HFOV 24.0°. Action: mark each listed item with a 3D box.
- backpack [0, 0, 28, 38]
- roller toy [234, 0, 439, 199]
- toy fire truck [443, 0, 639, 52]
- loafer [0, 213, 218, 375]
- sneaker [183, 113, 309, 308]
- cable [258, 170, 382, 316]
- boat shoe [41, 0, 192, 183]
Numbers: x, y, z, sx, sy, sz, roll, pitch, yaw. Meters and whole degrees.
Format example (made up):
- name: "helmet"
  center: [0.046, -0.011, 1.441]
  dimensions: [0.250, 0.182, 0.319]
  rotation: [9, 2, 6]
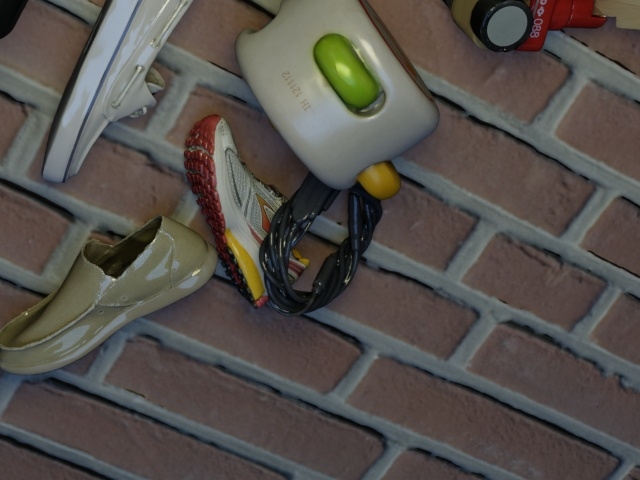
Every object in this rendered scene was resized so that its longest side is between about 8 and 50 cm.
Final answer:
- name: "backpack"
  center: [-0.340, -0.320, 1.319]
  dimensions: [0.253, 0.191, 0.225]
  rotation: [36, 117, 1]
- name: "roller toy"
  center: [0.013, -0.152, 1.489]
  dimensions: [0.146, 0.191, 0.209]
  rotation: [-34, 141, 11]
- name: "toy fire truck"
  center: [0.270, -0.286, 1.486]
  dimensions: [0.246, 0.158, 0.217]
  rotation: [-1, 121, -22]
- name: "loafer"
  center: [-0.244, 0.052, 1.631]
  dimensions: [0.269, 0.102, 0.092]
  rotation: [-29, 117, 4]
- name: "sneaker"
  center: [-0.079, -0.040, 1.618]
  dimensions: [0.093, 0.088, 0.225]
  rotation: [-29, 123, -15]
- name: "cable"
  center: [0.000, 0.000, 1.618]
  dimensions: [0.184, 0.047, 0.150]
  rotation: [-63, 148, -11]
- name: "boat shoe"
  center: [-0.199, -0.165, 1.510]
  dimensions: [0.088, 0.096, 0.267]
  rotation: [23, 107, -16]
